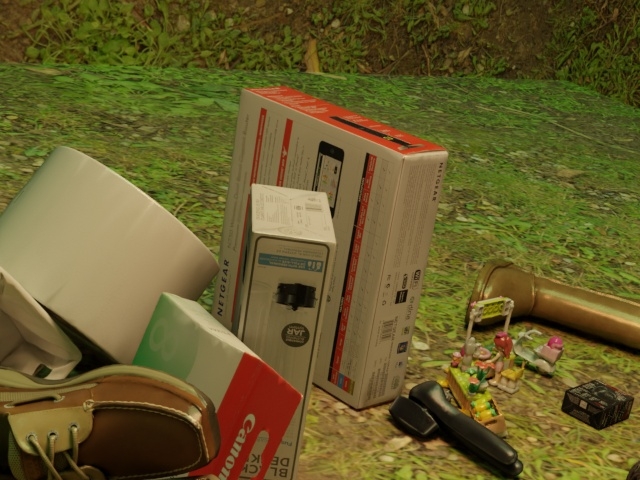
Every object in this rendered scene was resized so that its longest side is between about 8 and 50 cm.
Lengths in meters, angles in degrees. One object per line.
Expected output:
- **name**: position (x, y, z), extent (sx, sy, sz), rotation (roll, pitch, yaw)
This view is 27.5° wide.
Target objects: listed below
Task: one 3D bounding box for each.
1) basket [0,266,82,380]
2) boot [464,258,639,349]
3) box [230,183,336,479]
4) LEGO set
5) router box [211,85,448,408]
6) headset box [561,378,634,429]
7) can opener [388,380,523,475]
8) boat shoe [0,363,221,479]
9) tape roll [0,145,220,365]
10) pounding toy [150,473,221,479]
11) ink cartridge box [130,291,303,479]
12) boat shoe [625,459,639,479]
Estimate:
- **basket**: position (-0.363, 0.101, 1.431), extent (0.113, 0.167, 0.103), rotation (-47, 40, -16)
- **boot**: position (0.370, 0.104, 1.966), extent (0.269, 0.089, 0.236), rotation (18, 20, 17)
- **box**: position (-0.052, 0.102, 1.432), extent (0.087, 0.290, 0.169), rotation (7, 21, -6)
- **LEGO set**: position (0.225, 0.152, 1.714), extent (0.132, 0.107, 0.287), rotation (17, 20, 20)
- **router box**: position (0.000, 0.000, 1.681), extent (0.082, 0.336, 0.301), rotation (-9, 27, -43)
- **headset box**: position (0.367, 0.214, 1.725), extent (0.062, 0.032, 0.083), rotation (26, 24, 38)
- **can opener**: position (0.169, 0.228, 1.567), extent (0.186, 0.073, 0.059), rotation (29, -13, 36)
- **boat shoe**: position (-0.257, 0.199, 1.280), extent (0.323, 0.123, 0.120), rotation (-3, 22, 23)
- **tape roll**: position (-0.263, 0.027, 1.548), extent (0.246, 0.169, 0.246), rotation (35, -13, 9)
- **pounding toy**: position (-0.129, 0.287, 1.185), extent (0.130, 0.100, 0.141), rotation (-1, 11, -30)
- **ink cartridge box**: position (-0.129, 0.179, 1.327), extent (0.056, 0.181, 0.224), rotation (18, 11, -37)
- **boat shoe**: position (0.378, 0.283, 1.438), extent (0.092, 0.103, 0.285), rotation (17, 16, 35)
